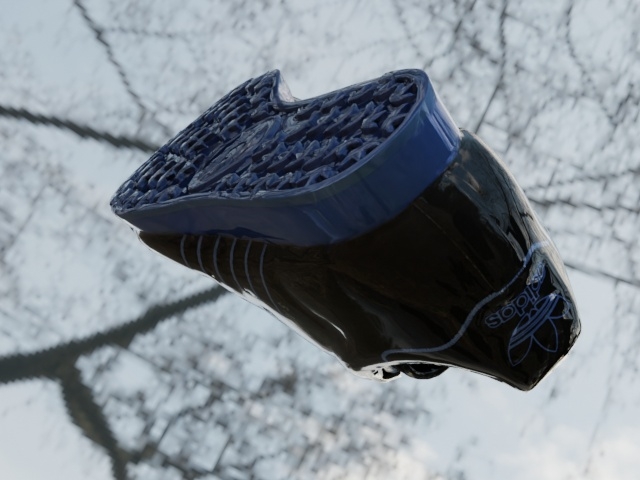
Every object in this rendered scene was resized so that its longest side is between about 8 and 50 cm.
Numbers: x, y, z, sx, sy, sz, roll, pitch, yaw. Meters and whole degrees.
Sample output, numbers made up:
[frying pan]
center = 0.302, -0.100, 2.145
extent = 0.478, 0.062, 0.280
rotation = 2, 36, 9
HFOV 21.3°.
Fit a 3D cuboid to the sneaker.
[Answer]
[sneaker]
center = 0.000, 0.000, 0.553
extent = 0.090, 0.081, 0.232
rotation = 51, -12, -17
